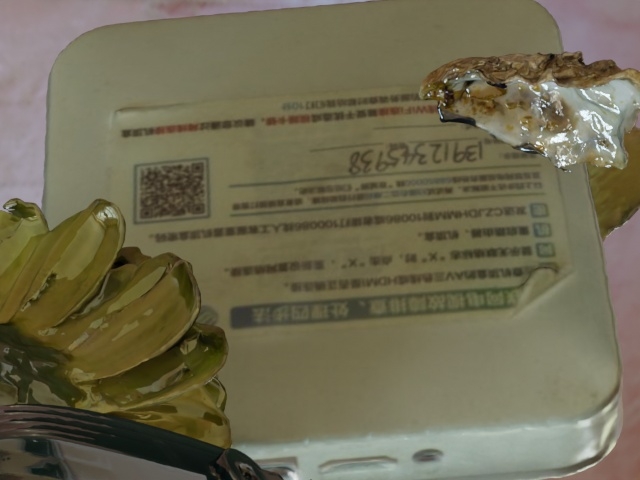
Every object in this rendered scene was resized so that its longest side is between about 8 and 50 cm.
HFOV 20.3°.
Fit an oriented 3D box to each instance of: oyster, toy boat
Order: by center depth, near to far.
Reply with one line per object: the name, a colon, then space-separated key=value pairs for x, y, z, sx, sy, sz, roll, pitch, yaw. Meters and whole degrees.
toy boat: x=-0.105 y=0.127 z=0.799 sx=0.103 sy=0.093 sz=0.246 roll=-45 pitch=145 yaw=16
oyster: x=0.137 y=-0.093 z=1.157 sx=0.148 sy=0.051 sz=0.103 roll=10 pitch=148 yaw=5

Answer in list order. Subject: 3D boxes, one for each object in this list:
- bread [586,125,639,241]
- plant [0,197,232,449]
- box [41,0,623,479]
bread: x=0.049 y=0.000 z=1.472 sx=0.345 sy=0.242 sz=0.405 roll=-50 pitch=-178 yaw=-9
plant: x=-0.173 y=0.099 z=0.974 sx=0.261 sy=0.305 sz=0.297 roll=17 pitch=147 yaw=-14
box: x=-0.001 y=0.001 z=1.280 sx=0.396 sy=0.396 sz=0.111 roll=-5 pitch=143 yaw=2
